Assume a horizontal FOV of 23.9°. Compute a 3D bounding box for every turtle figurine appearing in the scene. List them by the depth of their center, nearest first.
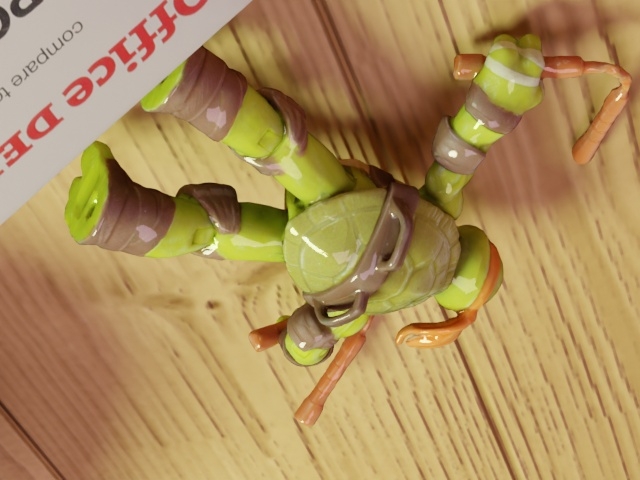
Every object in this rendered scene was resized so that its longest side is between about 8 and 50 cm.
[{"bbox_3d":[0.000,0.000,0.688,0.217,0.087,0.269,20,131,-26],"label":"turtle figurine"}]

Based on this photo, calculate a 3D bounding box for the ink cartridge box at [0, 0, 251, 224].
[{"bbox_3d":[-0.145,-0.119,0.466,0.172,0.100,0.237,-43,140,-8],"label":"ink cartridge box"}]
